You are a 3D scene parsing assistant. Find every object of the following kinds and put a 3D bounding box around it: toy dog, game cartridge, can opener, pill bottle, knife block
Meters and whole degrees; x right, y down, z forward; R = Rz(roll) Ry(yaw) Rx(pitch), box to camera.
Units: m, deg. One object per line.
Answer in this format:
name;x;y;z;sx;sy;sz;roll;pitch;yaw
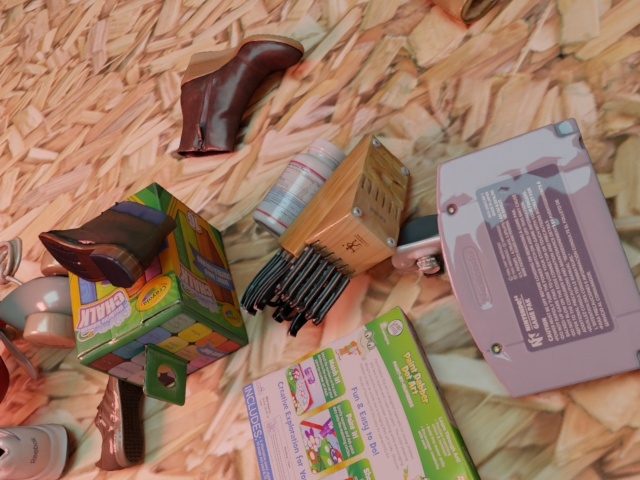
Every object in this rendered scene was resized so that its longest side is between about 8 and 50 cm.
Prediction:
toy dog;-0.461;0.126;1.096;0.334;0.161;0.220;5;69;45
game cartridge;0.250;0.025;0.762;0.196;0.060;0.294;-18;81;13
can opener;0.221;-0.015;0.843;0.281;0.074;0.093;-13;59;20
pill bottle;-0.027;-0.076;0.994;0.087;0.087;0.160;29;79;35
knife block;0.000;0.000;0.929;0.242;0.088;0.275;-31;27;36

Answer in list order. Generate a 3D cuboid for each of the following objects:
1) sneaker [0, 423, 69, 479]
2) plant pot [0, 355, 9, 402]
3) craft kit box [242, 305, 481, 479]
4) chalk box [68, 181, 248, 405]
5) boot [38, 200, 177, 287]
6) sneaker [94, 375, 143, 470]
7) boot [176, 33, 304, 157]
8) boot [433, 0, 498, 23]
sneaker;-0.540;0.336;1.007;0.297;0.129;0.111;-18;65;19
plant pot;-0.598;0.189;0.969;0.191;0.174;0.191;-8;35;6
craft kit box;0.039;0.240;0.797;0.247;0.061;0.249;-30;48;13
chalk box;-0.238;0.097;0.953;0.179;0.180;0.288;-29;56;11
boot;-0.295;-0.002;0.894;0.219;0.082;0.106;12;49;36
sneaker;-0.313;0.251;0.977;0.071;0.066;0.188;-20;57;18
boot;-0.146;-0.254;1.171;0.249;0.090;0.206;-4;75;24
boot;0.237;-0.513;1.101;0.236;0.089;0.269;-49;53;9
